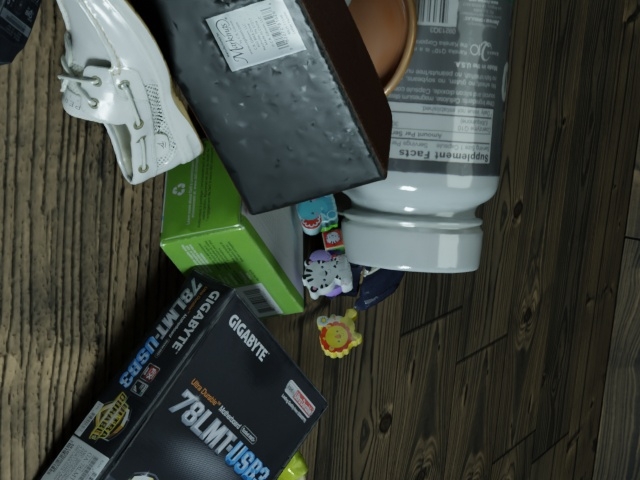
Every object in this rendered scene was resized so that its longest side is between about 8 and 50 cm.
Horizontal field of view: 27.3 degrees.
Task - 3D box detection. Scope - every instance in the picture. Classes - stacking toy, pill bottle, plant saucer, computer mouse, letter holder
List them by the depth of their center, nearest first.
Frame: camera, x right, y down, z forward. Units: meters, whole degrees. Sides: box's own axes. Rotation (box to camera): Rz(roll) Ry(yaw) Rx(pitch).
[{"bbox_3d":[-0.295,-0.140,1.110,0.071,0.041,0.242,54,56,-76],"label":"computer mouse"},{"bbox_3d":[-0.048,-0.217,1.305,0.214,0.152,0.302,-78,147,-51],"label":"letter holder"},{"bbox_3d":[0.000,0.000,1.468,0.167,0.052,0.221,80,0,-63],"label":"stacking toy"},{"bbox_3d":[0.024,-0.238,1.492,0.037,0.200,0.200,-4,104,-60],"label":"plant saucer"},{"bbox_3d":[0.119,-0.151,1.582,0.204,0.204,0.361,-7,103,-62],"label":"pill bottle"}]

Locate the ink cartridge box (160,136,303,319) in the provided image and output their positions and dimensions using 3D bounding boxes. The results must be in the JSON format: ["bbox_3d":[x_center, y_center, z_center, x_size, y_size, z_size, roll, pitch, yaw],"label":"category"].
[{"bbox_3d":[-0.092,-0.063,1.467,0.189,0.097,0.255,58,25,-53],"label":"ink cartridge box"}]

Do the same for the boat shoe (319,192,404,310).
[{"bbox_3d":[0.106,-0.042,1.836,0.340,0.127,0.158,-38,139,-41],"label":"boat shoe"}]

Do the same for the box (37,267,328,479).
[{"bbox_3d":[-0.141,0.223,1.427,0.293,0.073,0.295,-53,146,-15],"label":"box"}]

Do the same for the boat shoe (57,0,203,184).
[{"bbox_3d":[-0.196,-0.147,1.224,0.096,0.098,0.277,-38,140,-11],"label":"boat shoe"}]

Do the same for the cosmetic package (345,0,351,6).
[{"bbox_3d":[-0.033,-0.364,1.390,0.151,0.151,0.183,-64,149,-27],"label":"cosmetic package"}]

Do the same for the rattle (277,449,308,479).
[{"bbox_3d":[-0.109,0.322,1.639,0.130,0.143,0.199,27,91,-30],"label":"rattle"}]
